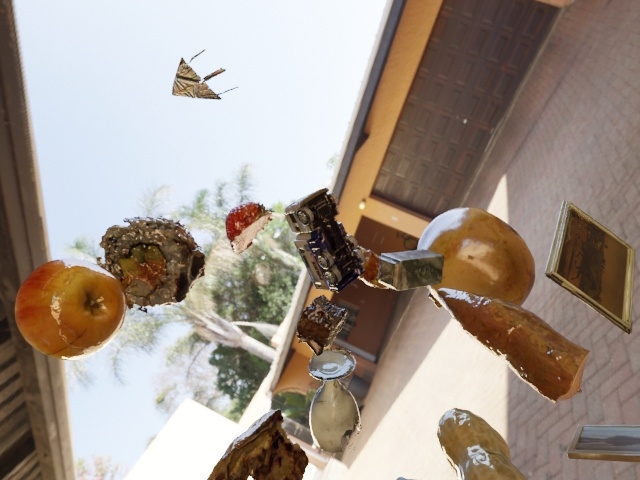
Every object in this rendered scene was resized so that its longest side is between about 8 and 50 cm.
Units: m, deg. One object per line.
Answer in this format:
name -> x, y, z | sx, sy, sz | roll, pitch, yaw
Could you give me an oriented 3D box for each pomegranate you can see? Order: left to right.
pomegranate -> 0.522, 0.092, 1.505 | 0.416, 0.416, 0.417 | 24, -90, -81

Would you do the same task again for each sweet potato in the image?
sweet potato -> 0.383, 0.182, 0.894 | 0.131, 0.336, 0.131 | -19, -52, -26

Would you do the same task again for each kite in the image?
kite -> -0.305, -0.393, 1.077 | 0.183, 0.160, 0.010 | 37, -145, -67

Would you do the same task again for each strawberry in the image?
strawberry -> -0.267, -0.060, 1.478 | 0.236, 0.107, 0.175 | -44, -13, 20

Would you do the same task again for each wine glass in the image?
wine glass -> 0.046, 0.577, 1.547 | 0.190, 0.190, 0.357 | -47, -45, -63

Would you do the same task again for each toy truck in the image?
toy truck -> 0.000, 0.000, 1.187 | 0.124, 0.268, 0.155 | -33, 16, -33

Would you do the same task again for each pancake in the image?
pancake -> -0.113, 0.391, 0.717 | 0.257, 0.056, 0.212 | 31, -122, -49

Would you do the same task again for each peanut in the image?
peanut -> 0.330, 0.458, 0.864 | 0.290, 0.130, 0.130 | -108, 37, -69

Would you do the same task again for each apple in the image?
apple -> -0.688, 0.189, 1.205 | 0.233, 0.286, 0.286 | -19, 20, 32

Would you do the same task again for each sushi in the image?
sushi -> -0.674, 0.081, 1.716 | 0.176, 0.417, 0.417 | -108, 37, -69
sushi -> 0.002, 0.175, 0.922 | 0.094, 0.084, 0.098 | -33, -28, -59

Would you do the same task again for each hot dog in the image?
hot dog -> 0.181, 0.103, 1.592 | 0.103, 0.213, 0.146 | -50, -30, -33

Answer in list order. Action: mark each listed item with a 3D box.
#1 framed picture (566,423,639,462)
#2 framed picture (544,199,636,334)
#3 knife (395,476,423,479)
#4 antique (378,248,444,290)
framed picture -> 0.535, 0.337, 0.721 | 0.150, 0.203, 0.015 | 1, -105, -52
framed picture -> 0.566, 0.041, 0.888 | 0.252, 0.197, 0.014 | -52, -2, -38
knife -> 0.249, 0.629, 1.099 | 0.044, 0.023, 0.162 | -48, 12, -34
antique -> 0.251, 0.081, 1.216 | 0.183, 0.086, 0.088 | -5, -76, -32
